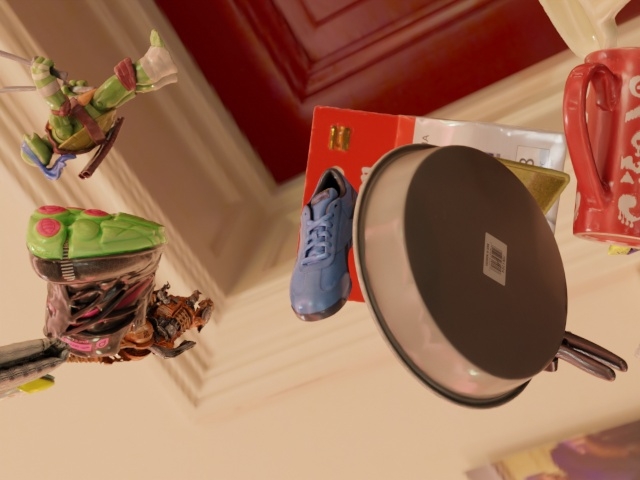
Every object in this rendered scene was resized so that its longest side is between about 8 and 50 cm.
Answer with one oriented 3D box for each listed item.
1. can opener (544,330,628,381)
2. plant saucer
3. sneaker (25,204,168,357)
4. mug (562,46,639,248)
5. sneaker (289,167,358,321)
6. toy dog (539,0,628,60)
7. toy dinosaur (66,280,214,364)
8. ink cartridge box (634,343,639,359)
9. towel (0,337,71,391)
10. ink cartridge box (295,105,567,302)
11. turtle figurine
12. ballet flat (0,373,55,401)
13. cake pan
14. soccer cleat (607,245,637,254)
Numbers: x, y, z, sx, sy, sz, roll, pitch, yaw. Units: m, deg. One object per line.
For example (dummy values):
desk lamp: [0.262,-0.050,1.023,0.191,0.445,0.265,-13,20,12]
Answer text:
can opener: [0.358,0.156,1.473,0.059,0.186,0.073,-41,-59,-25]
plant saucer: [0.181,-0.038,1.270,0.188,0.188,0.045,9,-140,-29]
sneaker: [-0.317,0.070,1.507,0.483,0.185,0.202,98,180,-80]
mug: [0.273,-0.084,0.951,0.113,0.150,0.169,173,106,-79]
sneaker: [0.000,0.000,1.120,0.209,0.069,0.082,-74,-29,-50]
toy dog: [0.413,-0.446,1.151,0.395,0.408,0.284,55,167,12]
toy dinosaur: [-0.354,0.146,1.926,0.218,0.164,0.322,47,-153,24]
ink cartridge box: [0.570,0.107,1.349,0.168,0.232,0.171,34,174,-21]
towel: [-0.493,0.187,1.171,0.324,0.312,0.056,-15,-96,-43]
ink cartridge box: [0.165,-0.036,1.583,0.091,0.385,0.308,-119,36,-83]
turtle figurine: [-0.367,-0.251,1.566,0.274,0.266,0.198,56,171,30]
ballet flat: [-0.557,0.230,1.750,0.231,0.077,0.077,33,-107,-44]
cake pan: [0.158,0.027,1.075,0.293,0.054,0.293,19,-120,-36]
soccer cleat: [0.503,-0.020,1.654,0.093,0.121,0.289,40,-169,18]
